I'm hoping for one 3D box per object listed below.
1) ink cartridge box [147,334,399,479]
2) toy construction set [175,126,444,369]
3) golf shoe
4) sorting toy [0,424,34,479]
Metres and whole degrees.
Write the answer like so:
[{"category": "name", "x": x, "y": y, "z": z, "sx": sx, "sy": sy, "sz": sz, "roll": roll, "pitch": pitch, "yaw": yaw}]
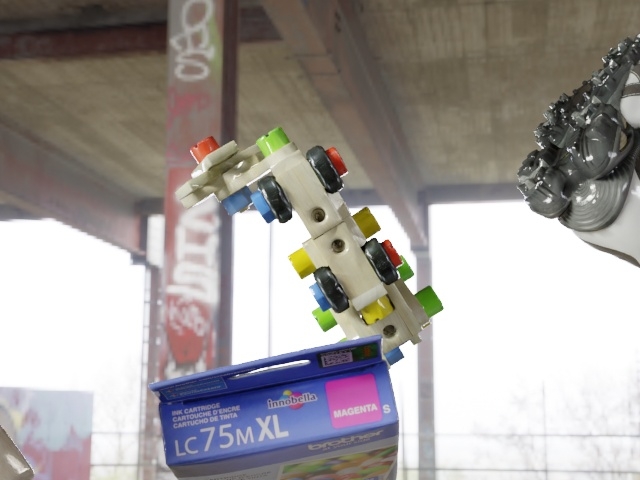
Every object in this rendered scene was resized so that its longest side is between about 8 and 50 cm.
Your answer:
[{"category": "ink cartridge box", "x": -0.027, "y": 0.178, "z": 0.846, "sx": 0.186, "sy": 0.065, "sz": 0.311, "roll": -10, "pitch": -30, "yaw": -2}, {"category": "toy construction set", "x": 0.000, "y": 0.000, "z": 1.010, "sx": 0.328, "sy": 0.151, "sz": 0.215, "roll": 44, "pitch": 1, "yaw": -3}, {"category": "golf shoe", "x": 0.166, "y": -0.044, "z": 0.530, "sx": 0.094, "sy": 0.198, "sz": 0.077, "roll": 41, "pitch": -52, "yaw": -3}, {"category": "sorting toy", "x": -0.347, "y": 0.119, "z": 0.754, "sx": 0.089, "sy": 0.257, "sz": 0.255, "roll": -36, "pitch": -2, "yaw": -30}]
